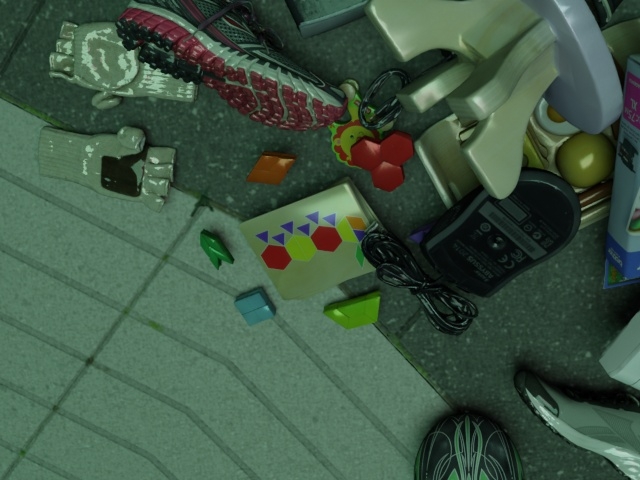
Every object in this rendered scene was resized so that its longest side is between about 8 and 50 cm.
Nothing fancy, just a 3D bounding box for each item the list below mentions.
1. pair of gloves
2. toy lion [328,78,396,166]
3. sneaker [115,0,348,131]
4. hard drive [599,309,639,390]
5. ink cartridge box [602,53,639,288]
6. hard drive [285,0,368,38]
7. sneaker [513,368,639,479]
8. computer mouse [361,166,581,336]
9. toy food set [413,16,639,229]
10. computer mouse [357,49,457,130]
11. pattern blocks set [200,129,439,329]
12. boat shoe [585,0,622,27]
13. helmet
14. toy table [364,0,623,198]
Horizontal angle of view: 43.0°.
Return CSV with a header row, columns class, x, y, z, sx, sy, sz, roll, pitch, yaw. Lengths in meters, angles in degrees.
class,x,y,z,sx,sy,sz,roll,pitch,yaw
pair of gloves,-0.280,-0.170,1.098,0.204,0.042,0.240,18,110,2
toy lion,0.046,-0.147,1.065,0.100,0.034,0.096,37,118,-5
sneaker,-0.098,-0.236,1.006,0.299,0.121,0.112,28,71,-3
hard drive,0.552,0.134,1.011,0.353,0.047,0.233,24,113,-23
ink cartridge box,0.431,-0.070,0.930,0.186,0.065,0.311,-10,126,-6
hard drive,0.055,-0.365,0.972,0.255,0.054,0.172,-23,104,15
sneaker,0.387,0.243,1.120,0.272,0.100,0.108,29,97,-6
computer mouse,0.198,-0.009,1.002,0.188,0.072,0.272,44,128,-11
toy food set,0.298,-0.102,1.006,0.306,0.092,0.219,-28,103,16
computer mouse,0.148,-0.218,1.007,0.242,0.041,0.071,-32,98,11
pattern blocks set,0.000,0.000,1.097,0.325,0.026,0.285,-13,117,17
boat shoe,0.249,-0.323,0.859,0.303,0.114,0.091,23,105,-37
helmet,0.208,0.332,1.143,0.170,0.169,0.161,0,126,9
toy table,0.177,-0.192,0.856,0.161,0.252,0.274,-37,94,-2
